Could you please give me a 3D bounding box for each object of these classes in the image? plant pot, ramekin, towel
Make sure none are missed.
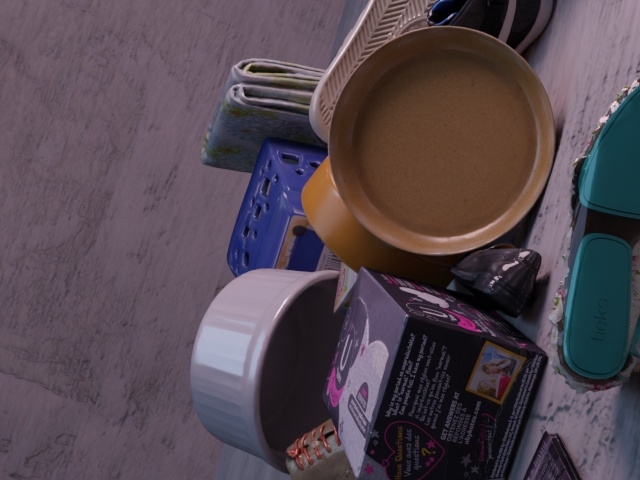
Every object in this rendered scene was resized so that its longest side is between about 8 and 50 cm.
[{"bbox_3d":[0.113,-0.068,1.228,0.188,0.205,0.205,-52,18,27],"label":"plant pot"},{"bbox_3d":[0.125,-0.102,1.118,0.032,0.236,0.236,3,-76,-72],"label":"plant pot"},{"bbox_3d":[-0.051,0.168,1.470,0.277,0.135,0.277,-18,-67,-52],"label":"ramekin"},{"bbox_3d":[-0.019,-0.183,1.791,0.374,0.320,0.090,133,145,-71],"label":"towel"},{"bbox_3d":[0.000,0.000,1.668,0.212,0.236,0.236,-107,33,-62],"label":"plant pot"}]

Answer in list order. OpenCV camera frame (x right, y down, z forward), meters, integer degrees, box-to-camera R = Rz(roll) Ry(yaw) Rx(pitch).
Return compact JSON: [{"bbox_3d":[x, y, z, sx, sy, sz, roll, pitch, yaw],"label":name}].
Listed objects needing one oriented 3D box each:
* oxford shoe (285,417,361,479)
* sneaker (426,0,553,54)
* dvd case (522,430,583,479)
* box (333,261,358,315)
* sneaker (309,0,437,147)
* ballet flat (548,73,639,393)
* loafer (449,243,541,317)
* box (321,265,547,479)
[{"bbox_3d":[0.026,0.269,1.320,0.123,0.130,0.348,-89,17,-58],"label":"oxford shoe"},{"bbox_3d":[0.168,-0.228,1.271,0.217,0.121,0.079,121,151,-46],"label":"sneaker"},{"bbox_3d":[0.169,0.265,0.798,0.221,0.018,0.164,-98,26,-71],"label":"dvd case"},{"bbox_3d":[0.095,0.003,1.415,0.103,0.114,0.203,120,162,-60],"label":"box"},{"bbox_3d":[0.100,-0.260,1.380,0.350,0.131,0.148,-50,1,-7],"label":"sneaker"},{"bbox_3d":[0.217,-0.007,0.787,0.077,0.091,0.241,28,-99,-76],"label":"ballet flat"},{"bbox_3d":[0.177,0.033,1.071,0.061,0.062,0.170,-52,12,-1],"label":"loafer"},{"bbox_3d":[0.098,0.136,1.065,0.247,0.142,0.163,-124,51,-79],"label":"box"}]
